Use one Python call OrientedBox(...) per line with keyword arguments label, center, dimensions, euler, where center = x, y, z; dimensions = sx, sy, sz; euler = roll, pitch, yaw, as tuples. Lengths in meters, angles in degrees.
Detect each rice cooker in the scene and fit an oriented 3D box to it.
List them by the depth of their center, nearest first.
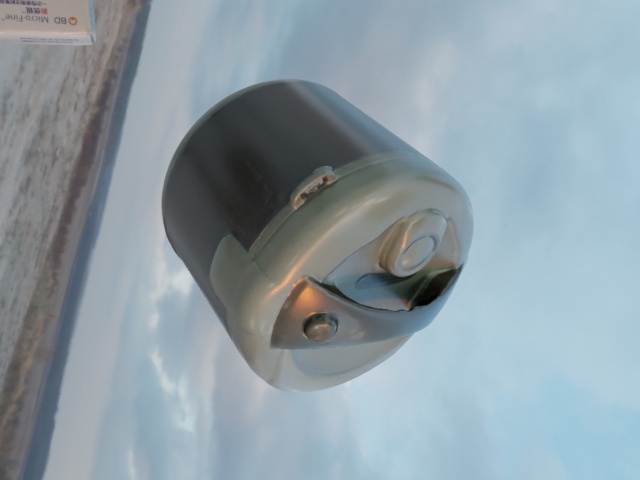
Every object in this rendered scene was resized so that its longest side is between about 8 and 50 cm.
OrientedBox(label="rice cooker", center=(0.000, 0.000, 0.657), dimensions=(0.325, 0.335, 0.335), euler=(46, -59, 37))

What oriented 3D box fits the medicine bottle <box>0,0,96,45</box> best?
OrientedBox(label="medicine bottle", center=(-0.326, -0.276, 0.497), dimensions=(0.052, 0.201, 0.171), euler=(-156, -118, -68))
